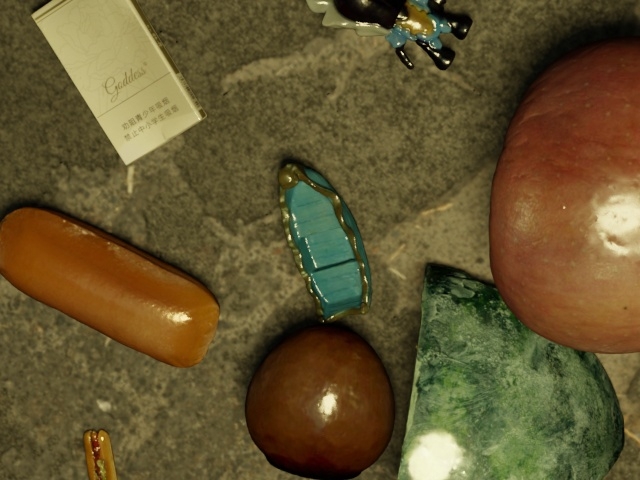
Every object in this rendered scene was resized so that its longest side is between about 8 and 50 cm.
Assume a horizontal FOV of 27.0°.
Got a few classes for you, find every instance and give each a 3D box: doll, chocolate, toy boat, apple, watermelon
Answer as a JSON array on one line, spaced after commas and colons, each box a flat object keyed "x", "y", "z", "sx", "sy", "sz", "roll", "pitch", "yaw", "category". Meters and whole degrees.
[{"x": 0.058, "y": -0.245, "z": 1.367, "sx": 0.195, "sy": 0.070, "sz": 0.096, "roll": 28, "pitch": 94, "yaw": -3, "category": "doll"}, {"x": 0.002, "y": 0.168, "z": 1.446, "sx": 0.177, "sy": 0.177, "sz": 0.176, "roll": 3, "pitch": 105, "yaw": 12, "category": "chocolate"}, {"x": 0.000, "y": 0.000, "z": 1.439, "sx": 0.075, "sy": 0.077, "sz": 0.185, "roll": -15, "pitch": 101, "yaw": 17, "category": "toy boat"}, {"x": 0.295, "y": -0.039, "z": 1.255, "sx": 0.235, "sy": 0.306, "sz": 0.305, "roll": 15, "pitch": 108, "yaw": 24, "category": "apple"}, {"x": 0.190, "y": 0.192, "z": 1.437, "sx": 0.290, "sy": 0.214, "sz": 0.319, "roll": 6, "pitch": 65, "yaw": -21, "category": "watermelon"}]

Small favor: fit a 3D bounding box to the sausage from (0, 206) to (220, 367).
[{"x": -0.240, "y": 0.049, "z": 1.496, "sx": 0.274, "sy": 0.105, "sz": 0.105, "roll": 26, "pitch": 109, "yaw": 5, "category": "sausage"}]

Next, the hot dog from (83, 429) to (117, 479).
[{"x": -0.267, "y": 0.267, "z": 1.601, "sx": 0.037, "sy": 0.021, "sz": 0.083, "roll": -7, "pitch": 102, "yaw": 16, "category": "hot dog"}]

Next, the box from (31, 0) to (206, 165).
[{"x": -0.221, "y": -0.193, "z": 1.464, "sx": 0.109, "sy": 0.029, "sz": 0.198, "roll": -29, "pitch": 98, "yaw": 18, "category": "box"}]
